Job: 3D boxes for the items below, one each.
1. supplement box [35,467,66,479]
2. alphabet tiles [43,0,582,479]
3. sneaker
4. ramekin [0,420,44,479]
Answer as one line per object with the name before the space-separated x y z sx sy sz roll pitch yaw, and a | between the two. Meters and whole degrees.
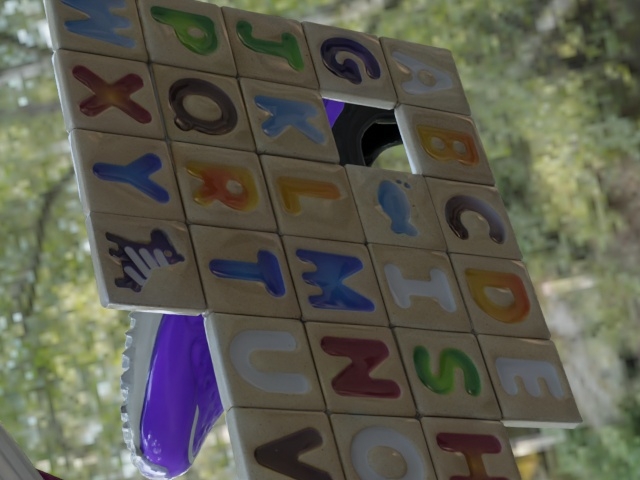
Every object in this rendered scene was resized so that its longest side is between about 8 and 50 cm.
supplement box | -0.176 0.144 0.902 0.055 0.083 0.043 129 162 -58
alphabet tiles | 0.000 0.000 0.652 0.009 0.198 0.237 -51 43 42
sneaker | -0.019 0.017 1.020 0.102 0.146 0.293 87 -158 -71
ramekin | -0.204 0.169 0.640 0.127 0.273 0.273 40 173 21
